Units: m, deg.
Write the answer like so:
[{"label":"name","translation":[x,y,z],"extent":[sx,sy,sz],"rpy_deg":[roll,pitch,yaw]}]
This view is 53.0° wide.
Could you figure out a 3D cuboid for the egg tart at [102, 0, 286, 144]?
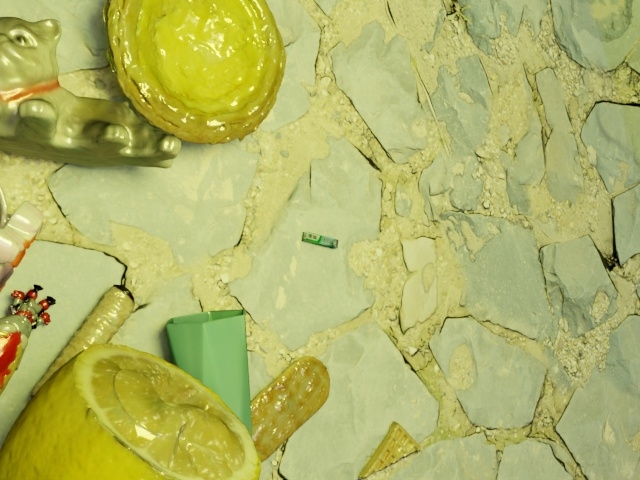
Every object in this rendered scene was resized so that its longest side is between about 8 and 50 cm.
[{"label":"egg tart","translation":[-0.225,-0.331,1.133],"extent":[0.346,0.132,0.345],"rpy_deg":[5,82,-35]}]

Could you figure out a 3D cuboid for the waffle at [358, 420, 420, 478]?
[{"label":"waffle","translation":[0.152,0.478,1.389],"extent":[0.152,0.023,0.097],"rpy_deg":[-48,111,-30]}]

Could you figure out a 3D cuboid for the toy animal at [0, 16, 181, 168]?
[{"label":"toy animal","translation":[-0.370,-0.214,0.963],"extent":[0.308,0.266,0.188],"rpy_deg":[-2,73,-4]}]

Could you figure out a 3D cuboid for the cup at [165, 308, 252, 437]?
[{"label":"cup","translation":[-0.181,0.244,1.108],"extent":[0.134,0.148,0.235],"rpy_deg":[-7,90,-3]}]

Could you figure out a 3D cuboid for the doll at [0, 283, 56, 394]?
[{"label":"doll","translation":[-0.470,0.143,0.963],"extent":[0.109,0.057,0.169],"rpy_deg":[59,43,-36]}]

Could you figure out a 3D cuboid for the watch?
[{"label":"watch","translation":[-0.525,-0.001,0.862],"extent":[0.231,0.196,0.244],"rpy_deg":[36,72,-21]}]

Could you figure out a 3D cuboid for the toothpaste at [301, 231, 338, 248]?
[{"label":"toothpaste","translation":[0.000,0.000,1.332],"extent":[0.083,0.017,0.020],"rpy_deg":[14,78,-34]}]

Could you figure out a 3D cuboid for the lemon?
[{"label":"lemon","translation":[-0.288,0.354,0.908],"extent":[0.364,0.364,0.363],"rpy_deg":[4,83,-35]}]

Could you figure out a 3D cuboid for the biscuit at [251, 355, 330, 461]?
[{"label":"biscuit","translation":[-0.071,0.324,1.242],"extent":[0.247,0.029,0.118],"rpy_deg":[-38,107,-32]}]

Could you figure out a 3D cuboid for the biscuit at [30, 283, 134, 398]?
[{"label":"biscuit","translation":[-0.373,0.169,1.027],"extent":[0.219,0.055,0.061],"rpy_deg":[-57,146,-25]}]
